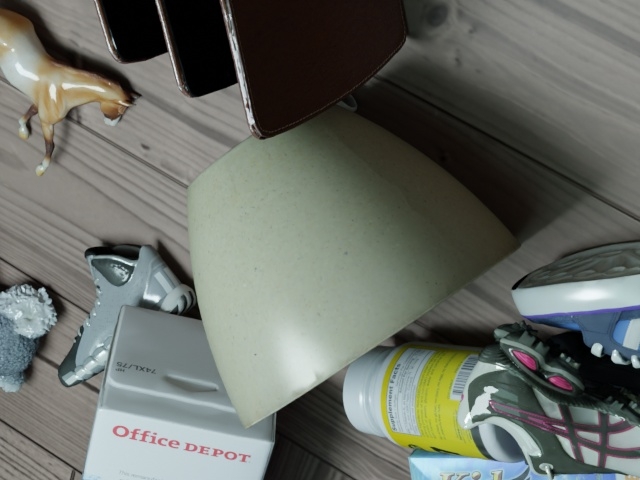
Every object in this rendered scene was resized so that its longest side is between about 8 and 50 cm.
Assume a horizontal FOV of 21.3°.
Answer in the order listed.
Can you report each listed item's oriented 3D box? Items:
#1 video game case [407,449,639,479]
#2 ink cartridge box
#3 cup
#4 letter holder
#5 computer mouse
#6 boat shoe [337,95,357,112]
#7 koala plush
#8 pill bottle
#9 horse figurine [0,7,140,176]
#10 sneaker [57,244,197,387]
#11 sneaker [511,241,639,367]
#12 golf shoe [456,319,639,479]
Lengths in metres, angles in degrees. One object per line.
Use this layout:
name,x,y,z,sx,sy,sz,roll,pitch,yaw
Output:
video game case,0.241,0.337,1.832,0.269,0.061,0.244,-4,100,24
ink cartridge box,-0.172,0.251,1.975,0.198,0.197,0.270,13,124,-6
cup,0.000,0.000,1.708,0.331,0.331,0.237,-36,86,39
letter holder,-0.060,-0.230,1.632,0.152,0.302,0.214,-1,113,33
computer mouse,0.336,0.163,1.749,0.242,0.041,0.071,24,123,20
boat shoe,-0.045,-0.210,1.788,0.076,0.083,0.226,-33,106,29
koala plush,-0.452,0.098,2.155,0.221,0.203,0.196,24,126,-5
pill bottle,0.133,0.169,1.821,0.208,0.119,0.119,3,115,43
horse figurine,-0.352,-0.198,1.988,0.263,0.066,0.174,46,135,1
sneaker,-0.260,0.076,2.066,0.229,0.086,0.132,-35,87,29
sneaker,0.358,0.124,1.656,0.323,0.130,0.236,-8,104,29
golf shoe,0.266,0.193,1.689,0.273,0.105,0.120,33,95,1
